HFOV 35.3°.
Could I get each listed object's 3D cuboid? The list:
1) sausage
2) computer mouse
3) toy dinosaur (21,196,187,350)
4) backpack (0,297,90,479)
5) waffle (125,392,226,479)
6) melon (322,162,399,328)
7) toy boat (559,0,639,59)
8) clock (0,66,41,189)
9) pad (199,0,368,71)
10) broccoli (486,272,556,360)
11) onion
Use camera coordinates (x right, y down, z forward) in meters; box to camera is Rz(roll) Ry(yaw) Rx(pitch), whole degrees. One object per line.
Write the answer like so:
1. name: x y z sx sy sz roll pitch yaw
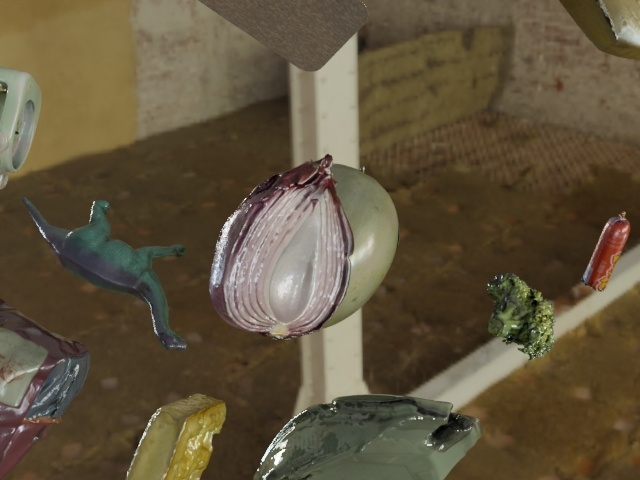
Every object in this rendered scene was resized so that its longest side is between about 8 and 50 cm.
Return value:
1. sausage: 0.473 0.014 1.646 0.050 0.145 0.048 -3 -144 -25
2. computer mouse: 0.058 0.335 1.633 0.429 0.228 0.145 -31 -135 32
3. toy dinosaur: -0.397 0.053 1.795 0.384 0.129 0.331 22 -160 -8
4. backpack: -0.557 0.257 1.659 0.283 0.317 0.197 29 -171 16
5. waffle: -0.201 0.319 1.230 0.057 0.274 0.168 22 -177 11
6. melon: 0.000 0.000 1.840 0.268 0.268 0.330 21 -113 41
7. toy boat: 0.322 -0.360 1.216 0.121 0.321 0.089 -36 -177 -20
8. clock: -0.522 -0.183 1.673 0.062 0.191 0.151 14 171 -4
9. pad: -0.073 -0.361 1.484 0.266 0.176 0.002 32 -131 -17
10. broccoli: 0.245 0.093 1.256 0.092 0.097 0.095 -8 -166 -43
11. onion: -0.055 -0.001 1.472 0.227 0.283 0.120 16 -173 -43
